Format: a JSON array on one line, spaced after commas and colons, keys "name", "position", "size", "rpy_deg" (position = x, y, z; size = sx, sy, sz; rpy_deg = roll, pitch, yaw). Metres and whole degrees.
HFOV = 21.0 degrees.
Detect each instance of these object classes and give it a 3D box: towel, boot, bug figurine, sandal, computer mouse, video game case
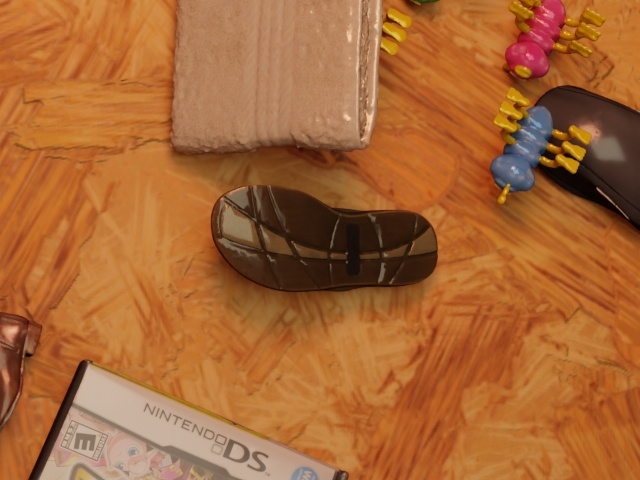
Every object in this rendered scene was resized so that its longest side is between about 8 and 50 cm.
[{"name": "towel", "position": [-0.038, -0.211, 1.467], "size": [0.187, 0.049, 0.282], "rpy_deg": [0, 82, 27]}, {"name": "boot", "position": [-0.295, 0.095, 1.408], "size": [0.114, 0.037, 0.106], "rpy_deg": [21, 65, -16]}, {"name": "bug figurine", "position": [0.125, -0.171, 1.546], "size": [0.279, 0.072, 0.216], "rpy_deg": [33, 69, -5]}, {"name": "sandal", "position": [0.000, 0.000, 1.500], "size": [0.219, 0.060, 0.090], "rpy_deg": [2, 89, -30]}, {"name": "computer mouse", "position": [0.330, -0.085, 1.600], "size": [0.262, 0.060, 0.184], "rpy_deg": [37, 76, -9]}, {"name": "video game case", "position": [-0.138, 0.271, 1.433], "size": [0.248, 0.035, 0.274], "rpy_deg": [25, 77, -12]}]
